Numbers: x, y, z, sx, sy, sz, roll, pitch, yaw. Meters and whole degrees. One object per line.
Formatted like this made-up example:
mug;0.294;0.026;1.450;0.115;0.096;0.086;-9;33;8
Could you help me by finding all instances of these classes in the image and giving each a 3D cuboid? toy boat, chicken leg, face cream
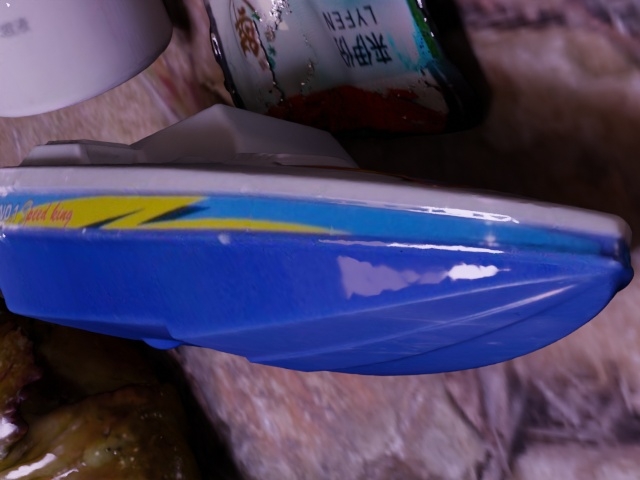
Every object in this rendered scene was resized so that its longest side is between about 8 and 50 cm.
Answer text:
toy boat;0.000;0.000;0.579;0.295;0.129;0.088;1;80;57
chicken leg;-0.105;0.133;0.846;0.361;0.140;0.211;34;161;47
face cream;-0.150;-0.202;0.659;0.092;0.092;0.311;18;135;54

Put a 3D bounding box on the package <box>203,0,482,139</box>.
package;-0.033;-0.137;0.601;0.166;0.040;0.232;8;122;61
